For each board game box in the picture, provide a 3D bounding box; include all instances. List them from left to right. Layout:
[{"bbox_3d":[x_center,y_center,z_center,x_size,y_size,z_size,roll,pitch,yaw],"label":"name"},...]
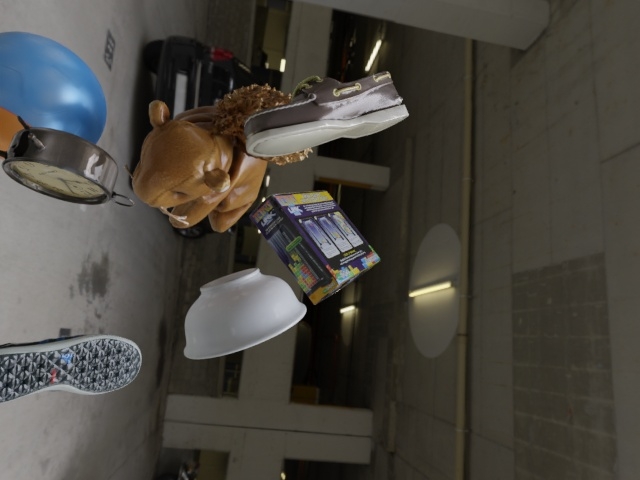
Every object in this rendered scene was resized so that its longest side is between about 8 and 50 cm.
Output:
[{"bbox_3d":[0.000,0.000,0.595,0.048,0.141,0.170,-43,169,24],"label":"board game box"}]

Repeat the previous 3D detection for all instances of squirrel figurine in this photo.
[{"bbox_3d":[-0.211,-0.199,0.884,0.281,0.396,0.370,54,3,-4],"label":"squirrel figurine"}]

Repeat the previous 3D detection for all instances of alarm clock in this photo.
[{"bbox_3d":[-0.338,-0.093,0.598,0.192,0.129,0.064,44,49,-55],"label":"alarm clock"}]

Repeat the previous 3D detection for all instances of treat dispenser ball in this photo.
[{"bbox_3d":[-0.636,-0.305,0.958,0.288,0.287,0.289,-172,-90,-82],"label":"treat dispenser ball"}]

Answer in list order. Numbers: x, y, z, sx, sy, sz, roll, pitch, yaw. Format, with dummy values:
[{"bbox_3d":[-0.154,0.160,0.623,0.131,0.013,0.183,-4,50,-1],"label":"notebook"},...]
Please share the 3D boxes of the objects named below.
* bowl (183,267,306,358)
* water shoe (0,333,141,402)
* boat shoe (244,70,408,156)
[{"bbox_3d":[-0.192,0.149,1.005,0.298,0.297,0.134,-159,-129,-82],"label":"bowl"},{"bbox_3d":[-0.317,0.142,0.514,0.203,0.080,0.073,18,81,-54],"label":"water shoe"},{"bbox_3d":[0.010,-0.214,0.703,0.116,0.324,0.097,-15,-84,57],"label":"boat shoe"}]
